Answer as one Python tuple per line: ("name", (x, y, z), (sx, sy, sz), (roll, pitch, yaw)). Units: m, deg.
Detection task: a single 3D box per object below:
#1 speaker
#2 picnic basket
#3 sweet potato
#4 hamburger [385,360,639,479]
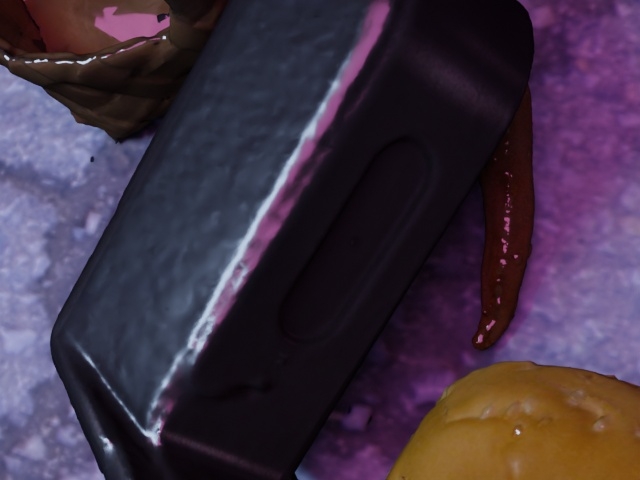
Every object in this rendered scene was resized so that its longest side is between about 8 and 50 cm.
("speaker", (0.000, 0.000, 0.668), (0.184, 0.180, 0.388), (37, 99, 52))
("picnic basket", (-0.131, -0.257, 0.739), (0.337, 0.337, 0.293), (-29, 72, 6))
("sweet potato", (0.120, -0.034, 0.763), (0.050, 0.050, 0.214), (-4, 79, 13))
("hamburger", (0.145, 0.218, 0.599), (0.319, 0.158, 0.318), (-20, 54, 30))
